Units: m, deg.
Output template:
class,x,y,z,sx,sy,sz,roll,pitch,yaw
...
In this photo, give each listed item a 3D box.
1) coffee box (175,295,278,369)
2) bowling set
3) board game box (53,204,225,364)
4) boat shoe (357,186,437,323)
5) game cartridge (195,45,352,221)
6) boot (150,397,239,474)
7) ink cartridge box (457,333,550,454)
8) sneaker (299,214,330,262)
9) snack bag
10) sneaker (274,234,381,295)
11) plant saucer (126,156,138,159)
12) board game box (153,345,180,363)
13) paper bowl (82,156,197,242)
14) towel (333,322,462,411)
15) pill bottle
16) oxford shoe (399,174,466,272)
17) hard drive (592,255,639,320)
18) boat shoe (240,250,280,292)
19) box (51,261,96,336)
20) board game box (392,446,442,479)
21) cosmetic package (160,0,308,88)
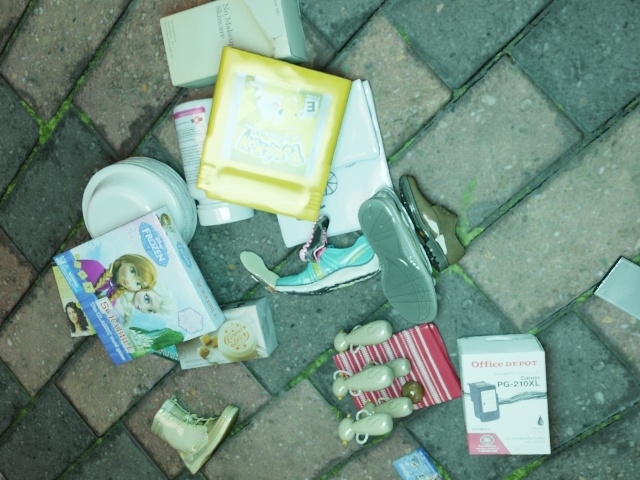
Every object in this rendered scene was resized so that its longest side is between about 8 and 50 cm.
class,x,y,z,sx,sy,sz,roll,pitch,yaw
coffee box,-0.250,0.240,1.357,0.246,0.098,0.141,-11,97,14
bowling set,0.131,0.349,1.190,0.154,0.287,0.200,-23,129,31
board game box,-0.443,0.118,1.274,0.317,0.066,0.319,-22,102,18
boat shoe,0.186,0.038,1.161,0.118,0.103,0.321,-16,107,38
game cartridge,-0.105,-0.224,1.140,0.285,0.053,0.324,12,101,-9
boot,-0.362,0.515,1.475,0.203,0.095,0.262,39,115,9
ink cartridge box,0.401,0.338,1.146,0.171,0.100,0.238,-5,99,11
sneaker,0.000,0.000,1.212,0.057,0.047,0.120,21,85,38
snack bag,0.001,-0.166,1.229,0.322,0.037,0.343,-12,97,21
sneaker,0.014,0.068,1.256,0.275,0.107,0.110,-20,74,18
plant saucer,-0.505,-0.142,1.420,0.168,0.029,0.169,4,102,19
board game box,-0.428,0.279,1.482,0.186,0.026,0.126,15,106,16
paper bowl,-0.475,-0.061,1.336,0.283,0.148,0.285,3,111,9
towel,0.188,0.325,1.269,0.274,0.031,0.199,-24,95,24
pill bottle,-0.248,-0.187,1.246,0.160,0.160,0.284,-5,99,21
oxford shoe,0.247,-0.051,1.153,0.096,0.083,0.227,-28,88,-1
hard drive,0.648,0.105,1.060,0.135,0.022,0.094,32,110,11
boat shoe,-0.154,0.082,1.333,0.137,0.049,0.043,39,151,7
box,-0.721,0.166,1.547,0.087,0.058,0.233,-10,97,21
board game box,0.244,0.578,1.307,0.090,0.020,0.090,-37,88,24
cosmetic package,-0.199,-0.462,1.197,0.309,0.113,0.161,-8,99,22
